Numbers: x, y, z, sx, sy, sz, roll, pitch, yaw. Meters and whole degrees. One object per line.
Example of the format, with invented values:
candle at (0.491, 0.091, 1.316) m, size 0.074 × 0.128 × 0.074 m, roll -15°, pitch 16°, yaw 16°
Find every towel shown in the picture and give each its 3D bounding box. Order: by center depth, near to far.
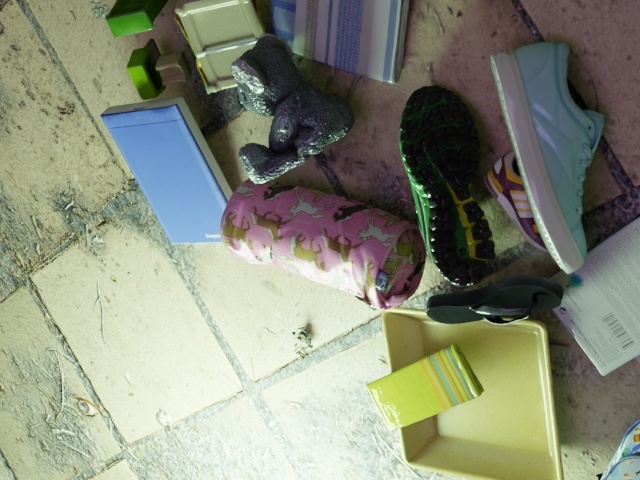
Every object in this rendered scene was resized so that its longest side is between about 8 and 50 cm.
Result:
towel at (0.031, -0.403, 2.034) m, size 0.285 × 0.034 × 0.209 m, roll 23°, pitch 124°, yaw 30°
towel at (0.186, 0.268, 2.113) m, size 0.237 × 0.021 × 0.102 m, roll -31°, pitch 83°, yaw 42°

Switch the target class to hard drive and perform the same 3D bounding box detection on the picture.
hard drive at (-0.286, -0.132, 2.321) m, size 0.210 × 0.040 × 0.318 m, roll -2°, pitch 126°, yaw 38°

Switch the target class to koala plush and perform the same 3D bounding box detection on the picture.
koala plush at (-0.068, -0.253, 2.062) m, size 0.203 × 0.196 × 0.221 m, roll -23°, pitch 105°, yaw 32°

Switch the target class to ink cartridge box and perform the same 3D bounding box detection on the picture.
ink cartridge box at (0.513, 0.067, 1.853) m, size 0.185 × 0.065 × 0.311 m, roll 53°, pitch 133°, yaw 6°

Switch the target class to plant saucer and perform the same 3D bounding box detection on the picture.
plant saucer at (0.287, 0.271, 2.101) m, size 0.333 × 0.081 × 0.332 m, roll 4°, pitch 110°, yaw 36°

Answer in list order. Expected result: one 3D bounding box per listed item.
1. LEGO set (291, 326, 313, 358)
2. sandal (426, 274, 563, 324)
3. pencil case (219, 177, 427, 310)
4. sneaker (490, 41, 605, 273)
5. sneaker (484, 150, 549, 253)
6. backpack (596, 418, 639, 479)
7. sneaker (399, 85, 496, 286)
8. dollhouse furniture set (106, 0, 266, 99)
LEGO set at (-0.034, 0.202, 2.357) m, size 0.054 × 0.023 × 0.083 m, roll 49°, pitch 143°, yaw 12°
sandal at (0.292, 0.115, 1.937) m, size 0.254 × 0.054 × 0.097 m, roll -16°, pitch 142°, yaw 39°
pencil case at (0.000, 0.000, 2.151) m, size 0.386 × 0.167 × 0.160 m, roll 19°, pitch 144°, yaw 31°
sneaker at (0.381, -0.134, 1.809) m, size 0.150 × 0.135 × 0.365 m, roll -16°, pitch 97°, yaw 8°
sneaker at (0.352, -0.063, 1.914) m, size 0.185 × 0.069 × 0.084 m, roll 49°, pitch 131°, yaw 7°
backpack at (0.575, 0.391, 1.863) m, size 0.276 × 0.213 × 0.263 m, roll 31°, pitch 115°, yaw 27°
sneaker at (0.198, -0.091, 1.977) m, size 0.146 × 0.134 × 0.343 m, roll 170°, pitch 92°, yaw -82°
dollhouse furniture set at (-0.219, -0.399, 2.206) m, size 0.302 × 0.151 × 0.197 m, roll -7°, pitch 127°, yaw 21°
